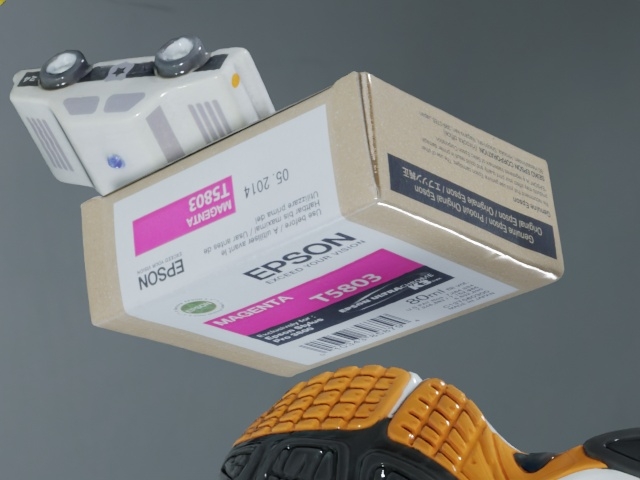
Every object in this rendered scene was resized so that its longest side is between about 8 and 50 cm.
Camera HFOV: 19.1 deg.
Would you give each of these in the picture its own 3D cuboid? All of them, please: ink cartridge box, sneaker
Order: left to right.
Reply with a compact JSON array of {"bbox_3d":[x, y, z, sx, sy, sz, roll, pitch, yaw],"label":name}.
[{"bbox_3d":[0.000,0.000,1.177,0.193,0.235,0.088,19,57,-47],"label":"ink cartridge box"},{"bbox_3d":[0.073,0.135,0.788,0.099,0.262,0.121,-49,134,-35],"label":"sneaker"}]

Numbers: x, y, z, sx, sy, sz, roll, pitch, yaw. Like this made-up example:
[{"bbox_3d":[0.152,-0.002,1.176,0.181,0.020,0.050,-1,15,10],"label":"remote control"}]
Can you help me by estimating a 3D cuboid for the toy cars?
[{"bbox_3d":[-0.219,-0.116,1.265,0.394,0.176,0.087,27,48,-1],"label":"toy cars"}]
